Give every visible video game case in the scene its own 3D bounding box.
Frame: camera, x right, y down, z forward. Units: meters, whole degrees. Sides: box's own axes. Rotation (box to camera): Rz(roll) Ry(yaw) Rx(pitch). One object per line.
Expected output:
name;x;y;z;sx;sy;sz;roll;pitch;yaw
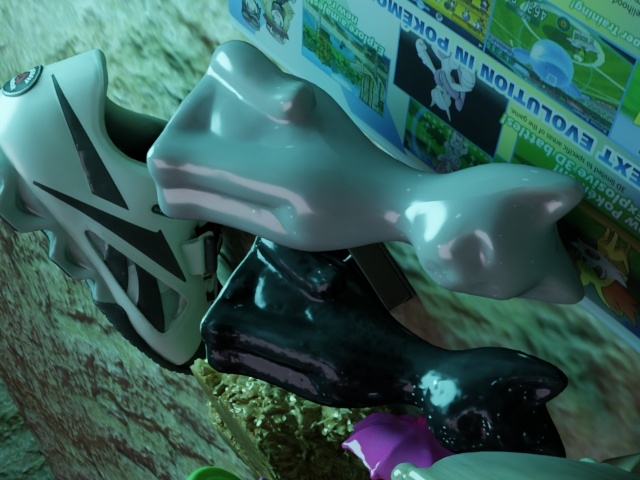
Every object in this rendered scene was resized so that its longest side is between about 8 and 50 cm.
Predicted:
video game case;0.068;-0.133;0.391;0.329;0.036;0.300;42;151;26

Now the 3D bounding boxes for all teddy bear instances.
teddy bear;0.012;0.191;0.772;0.245;0.113;0.338;25;146;55

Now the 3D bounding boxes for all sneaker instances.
sneaker;-0.122;-0.010;0.755;0.330;0.146;0.122;51;-169;-42

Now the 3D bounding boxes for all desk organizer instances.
desk organizer;0.000;0.000;0.630;0.130;0.050;0.047;57;153;2

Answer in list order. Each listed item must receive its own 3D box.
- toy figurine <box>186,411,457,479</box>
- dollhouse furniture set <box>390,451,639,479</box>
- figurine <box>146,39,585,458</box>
toy figurine;0.029;0.178;0.575;0.173;0.159;0.130;54;-166;-15
dollhouse furniture set;0.048;0.234;0.454;0.173;0.355;0.303;19;95;49
figurine;0.033;0.019;0.487;0.209;0.092;0.215;21;143;26
